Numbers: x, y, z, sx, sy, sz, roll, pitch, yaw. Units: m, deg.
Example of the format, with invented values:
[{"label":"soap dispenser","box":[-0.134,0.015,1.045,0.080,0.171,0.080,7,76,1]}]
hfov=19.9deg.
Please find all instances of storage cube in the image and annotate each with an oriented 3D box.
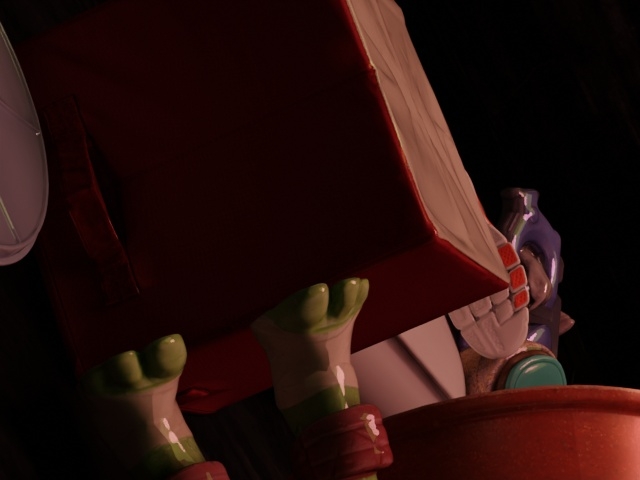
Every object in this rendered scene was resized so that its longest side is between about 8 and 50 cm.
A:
[{"label":"storage cube","box":[-0.035,-0.030,0.959,0.215,0.193,0.184,30,38,-71]}]

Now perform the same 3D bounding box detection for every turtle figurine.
[{"label":"turtle figurine","box":[0.006,0.154,0.761,0.266,0.197,0.274,68,15,9]}]

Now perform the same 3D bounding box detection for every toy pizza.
[{"label":"toy pizza","box":[-0.182,-0.079,0.798,0.201,0.032,0.201,60,15,-27]}]

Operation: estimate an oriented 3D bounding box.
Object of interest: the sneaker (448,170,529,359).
[{"label":"sneaker","box":[0.112,0.014,1.311,0.065,0.061,0.158,53,17,-69]}]

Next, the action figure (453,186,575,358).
[{"label":"action figure","box":[0.122,0.143,1.529,0.330,0.178,0.341,38,57,-53]}]

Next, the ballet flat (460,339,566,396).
[{"label":"ballet flat","box":[0.131,0.226,1.341,0.107,0.106,0.316,1,92,-38]}]

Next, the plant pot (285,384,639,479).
[{"label":"plant pot","box":[0.120,0.257,0.978,0.272,0.272,0.265,50,28,-53]}]

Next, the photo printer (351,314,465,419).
[{"label":"photo printer","box":[0.000,0.000,1.249,0.307,0.107,0.256,50,20,-52]}]
